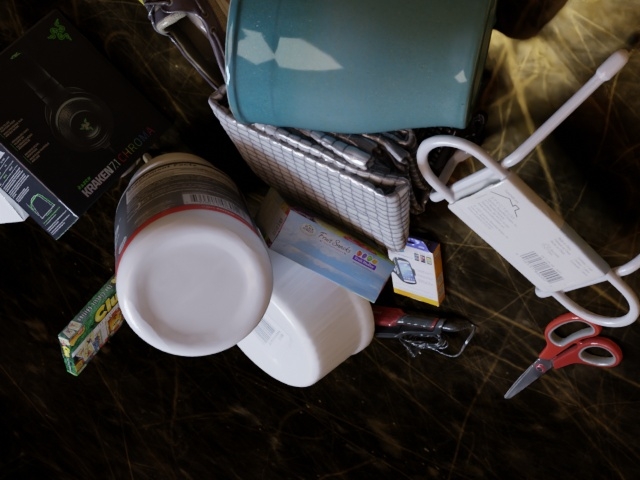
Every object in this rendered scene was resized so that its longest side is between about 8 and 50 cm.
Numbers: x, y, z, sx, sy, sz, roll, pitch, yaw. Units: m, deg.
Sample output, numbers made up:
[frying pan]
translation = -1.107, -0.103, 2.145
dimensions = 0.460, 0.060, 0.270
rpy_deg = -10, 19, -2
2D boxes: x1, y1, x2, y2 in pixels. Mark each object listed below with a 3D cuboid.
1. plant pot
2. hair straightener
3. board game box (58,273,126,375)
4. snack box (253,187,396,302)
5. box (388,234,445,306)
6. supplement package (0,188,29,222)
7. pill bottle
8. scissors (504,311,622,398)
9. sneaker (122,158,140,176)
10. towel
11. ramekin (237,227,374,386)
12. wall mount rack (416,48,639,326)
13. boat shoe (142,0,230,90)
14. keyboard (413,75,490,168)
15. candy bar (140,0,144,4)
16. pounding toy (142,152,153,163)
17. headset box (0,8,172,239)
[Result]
[plant pot]
translation = 0.059, -0.238, 1.090
dimensions = 0.255, 0.272, 0.272
rpy_deg = 13, 141, 10
[hair straightener]
translation = 0.159, 0.151, 1.647
dimensions = 0.230, 0.047, 0.089
rpy_deg = -1, 131, 37
[board game box]
translation = -0.415, 0.135, 1.954
dimensions = 0.030, 0.260, 0.136
rpy_deg = 26, 145, 17
[snack box]
translation = 0.000, 0.000, 1.451
dimensions = 0.174, 0.070, 0.207
rpy_deg = 28, -175, -16
[box]
translation = 0.147, 0.038, 1.528
dimensions = 0.081, 0.028, 0.136
rpy_deg = 18, 139, 27
[supplement package]
translation = -0.563, -0.148, 1.803
dimensions = 0.194, 0.203, 0.149
rpy_deg = -3, 129, 45
[pill bottle]
translation = -0.196, 0.002, 1.456
dimensions = 0.210, 0.210, 0.363
rpy_deg = 54, -178, -23
[scissors]
translation = 0.343, 0.179, 1.527
dimensions = 0.109, 0.021, 0.297
rpy_deg = 41, 148, -9
[sneaker]
translation = -0.403, -0.185, 1.729
dimensions = 0.188, 0.071, 0.066
rpy_deg = 40, 147, -4
[towel]
translation = 0.014, -0.123, 1.318
dimensions = 0.283, 0.121, 0.235
rpy_deg = 27, 168, 17
[ramekin]
translation = -0.056, 0.113, 1.666
dimensions = 0.277, 0.135, 0.277
rpy_deg = 34, 146, 27
[wall mount rack]
translation = 0.300, -0.057, 1.181
dimensions = 0.350, 0.130, 0.304
rpy_deg = 41, 150, -14
[boat shoe]
translation = -0.189, -0.319, 1.352
dimensions = 0.285, 0.092, 0.103
rpy_deg = 48, 145, -15
[keyboard]
translation = 0.164, -0.158, 1.281
dimensions = 0.108, 0.023, 0.180
rpy_deg = 33, 147, 7
[candy bar]
translation = -0.232, -0.338, 1.416
dimensions = 0.161, 0.040, 0.018
rpy_deg = 41, 156, -5
[pounding toy]
translation = -0.250, -0.063, 1.739
dimensions = 0.154, 0.155, 0.269
rpy_deg = 12, 159, -12
[headset box]
translation = -0.431, -0.193, 1.591
dimensions = 0.283, 0.246, 0.131
rpy_deg = 46, 146, -10
